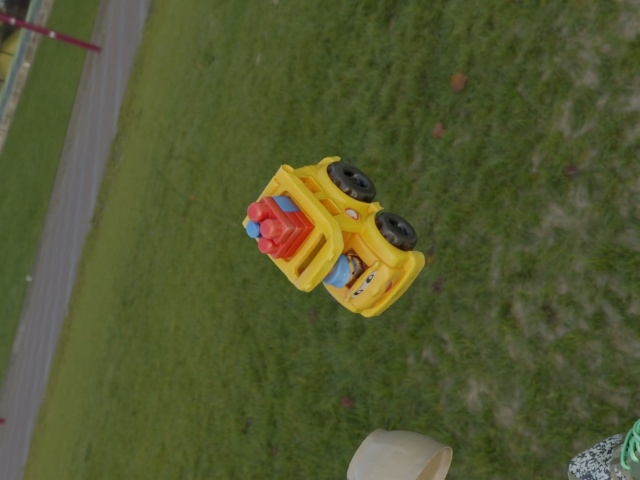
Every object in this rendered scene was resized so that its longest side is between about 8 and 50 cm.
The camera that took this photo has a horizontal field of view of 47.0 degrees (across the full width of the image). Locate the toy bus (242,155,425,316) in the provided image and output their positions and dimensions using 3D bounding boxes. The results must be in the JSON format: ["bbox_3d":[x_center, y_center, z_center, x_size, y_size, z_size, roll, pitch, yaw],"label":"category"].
[{"bbox_3d":[0.000,0.000,0.985,0.220,0.211,0.149,50,119,21],"label":"toy bus"}]

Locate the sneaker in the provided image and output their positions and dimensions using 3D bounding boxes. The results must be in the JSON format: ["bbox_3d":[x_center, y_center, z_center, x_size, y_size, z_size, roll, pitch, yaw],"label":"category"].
[{"bbox_3d":[0.546,0.313,1.159,0.410,0.182,0.158,-30,22,46],"label":"sneaker"}]

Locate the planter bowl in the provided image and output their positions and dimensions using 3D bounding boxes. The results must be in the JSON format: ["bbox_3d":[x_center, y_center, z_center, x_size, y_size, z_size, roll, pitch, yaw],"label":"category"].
[{"bbox_3d":[0.109,0.353,1.111,0.109,0.162,0.162,28,106,29],"label":"planter bowl"}]
